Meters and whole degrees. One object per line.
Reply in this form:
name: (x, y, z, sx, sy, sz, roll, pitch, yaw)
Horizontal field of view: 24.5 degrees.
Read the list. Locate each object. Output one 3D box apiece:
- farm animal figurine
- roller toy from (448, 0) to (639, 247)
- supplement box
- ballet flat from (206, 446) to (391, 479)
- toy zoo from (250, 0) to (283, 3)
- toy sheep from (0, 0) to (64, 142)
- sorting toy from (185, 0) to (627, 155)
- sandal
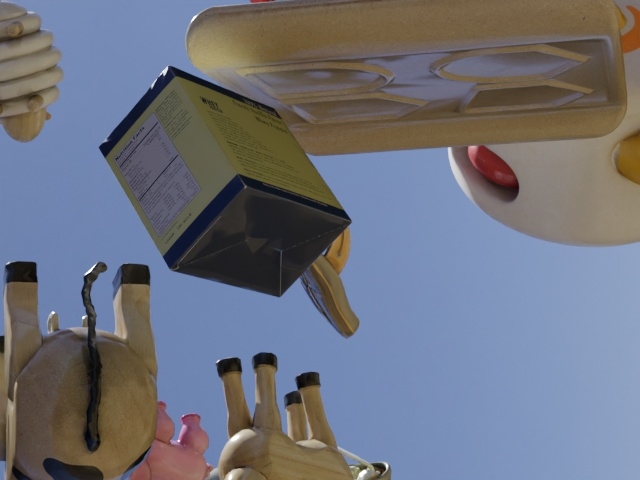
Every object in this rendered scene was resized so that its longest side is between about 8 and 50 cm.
farm animal figurine: (-0.140, 0.147, 0.944, 0.327, 0.330, 0.172, 88, 173, -59)
roller toy: (0.186, -0.102, 1.029, 0.209, 0.191, 0.146, -66, -18, -48)
supplement box: (-0.045, -0.027, 0.701, 0.056, 0.083, 0.083, -46, -34, 19)
ballet flat: (-0.022, 0.243, 1.552, 0.213, 0.072, 0.068, 12, -82, -24)
toy zoo: (-0.015, -0.310, 1.576, 0.293, 0.192, 0.030, 43, -134, -45)
toy sheep: (-0.245, -0.141, 1.155, 0.091, 0.091, 0.132, -36, -59, -61)
sorting toy: (0.104, -0.098, 0.795, 0.229, 0.307, 0.041, 37, -129, -74)
sandal: (0.000, 0.000, 1.106, 0.049, 0.072, 0.180, -32, -50, -8)
